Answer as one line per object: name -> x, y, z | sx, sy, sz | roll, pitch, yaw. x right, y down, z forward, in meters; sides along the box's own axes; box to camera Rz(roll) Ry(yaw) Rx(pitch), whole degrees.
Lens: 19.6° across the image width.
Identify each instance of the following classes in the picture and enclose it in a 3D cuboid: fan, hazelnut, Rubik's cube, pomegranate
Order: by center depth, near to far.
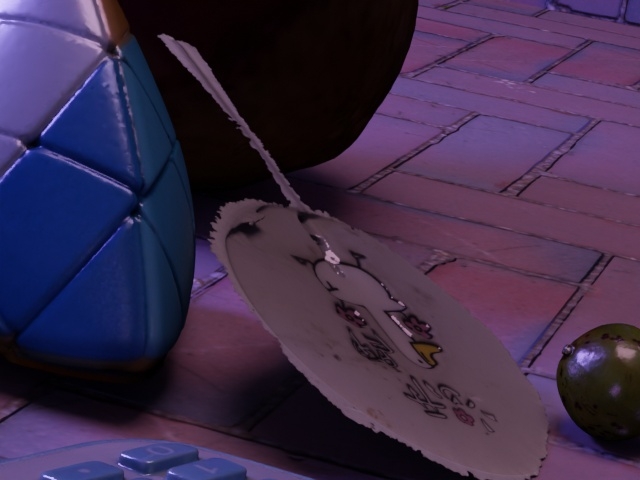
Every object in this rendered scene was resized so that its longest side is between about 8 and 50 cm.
pomegranate -> 0.177, 0.087, 1.079 | 0.084, 0.073, 0.073 | 42, -7, -37
Rubik's cube -> -0.135, -0.048, 1.091 | 0.254, 0.254, 0.254 | 8, 16, -2
fan -> -0.001, 0.001, 1.102 | 0.233, 0.012, 0.415 | 18, 28, -43
hazelnut -> -0.110, -0.229, 1.424 | 0.421, 0.353, 0.421 | 37, 25, -21

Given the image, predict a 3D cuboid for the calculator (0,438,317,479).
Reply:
calculator -> -0.029, 0.154, 0.742 | 0.386, 0.054, 0.256 | 20, 19, 37
